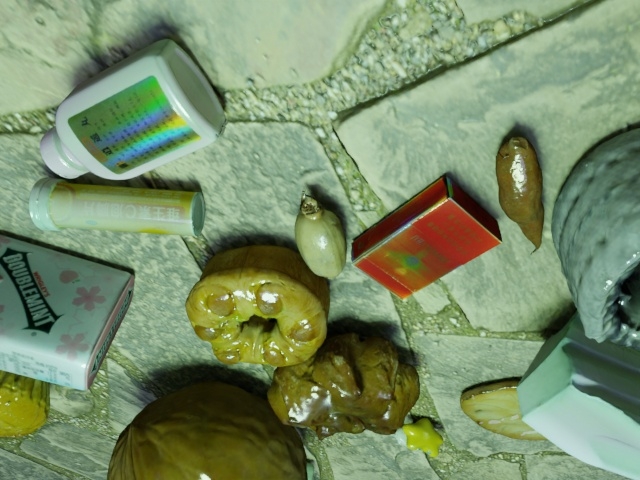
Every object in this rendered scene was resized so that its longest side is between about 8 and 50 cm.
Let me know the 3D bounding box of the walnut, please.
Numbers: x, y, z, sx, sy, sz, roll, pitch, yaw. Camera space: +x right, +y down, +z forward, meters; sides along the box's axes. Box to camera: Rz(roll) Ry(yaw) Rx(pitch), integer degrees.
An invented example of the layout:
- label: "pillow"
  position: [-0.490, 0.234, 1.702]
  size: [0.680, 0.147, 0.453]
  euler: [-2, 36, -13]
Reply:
- label: "walnut"
  position: [-0.217, 0.464, 0.985]
  size: [0.354, 0.308, 0.397]
  euler: [-43, 115, 13]

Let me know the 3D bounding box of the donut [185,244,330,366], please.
- label: "donut"
  position: [-0.091, 0.105, 0.762]
  size: [0.226, 0.114, 0.227]
  euler: [4, 133, 4]

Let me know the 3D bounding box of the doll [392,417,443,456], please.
- label: "doll"
  position: [0.194, 0.417, 1.065]
  size: [0.135, 0.072, 0.113]
  euler: [12, 153, 5]

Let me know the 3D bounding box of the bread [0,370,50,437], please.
- label: "bread"
  position: [-0.681, 0.317, 1.034]
  size: [0.239, 0.139, 0.240]
  euler: [4, 134, 5]

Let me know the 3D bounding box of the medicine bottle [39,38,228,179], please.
- label: "medicine bottle"
  position: [-0.228, -0.135, 0.576]
  size: [0.219, 0.078, 0.115]
  euler: [-16, 131, 23]

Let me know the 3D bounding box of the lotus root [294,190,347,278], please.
- label: "lotus root"
  position: [0.000, 0.000, 0.678]
  size: [0.062, 0.073, 0.151]
  euler: [-34, 134, -19]

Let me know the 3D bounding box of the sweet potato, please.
- label: "sweet potato"
  position: [0.249, -0.049, 0.609]
  size: [0.056, 0.057, 0.195]
  euler: [-14, 134, 21]

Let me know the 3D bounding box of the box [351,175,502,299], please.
- label: "box"
  position: [0.139, 0.003, 0.675]
  size: [0.112, 0.048, 0.175]
  euler: [35, 128, -25]

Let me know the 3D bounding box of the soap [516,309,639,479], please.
- label: "soap"
  position: [0.467, 0.241, 0.744]
  size: [0.346, 0.208, 0.115]
  euler: [22, 133, -13]

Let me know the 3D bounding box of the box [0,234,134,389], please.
- label: "box"
  position: [-0.498, 0.084, 0.752]
  size: [0.369, 0.190, 0.112]
  euler: [18, 133, -11]

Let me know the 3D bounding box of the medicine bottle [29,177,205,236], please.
- label: "medicine bottle"
  position: [-0.272, -0.044, 0.678]
  size: [0.217, 0.074, 0.074]
  euler: [4, 134, 2]

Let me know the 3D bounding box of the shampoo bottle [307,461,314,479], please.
- label: "shampoo bottle"
  position: [-0.203, 0.557, 1.239]
  size: [0.359, 0.078, 0.134]
  euler: [22, 137, -13]

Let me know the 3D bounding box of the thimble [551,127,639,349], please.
- label: "thimble"
  position: [0.387, 0.002, 0.563]
  size: [0.216, 0.157, 0.246]
  euler: [15, 134, -5]

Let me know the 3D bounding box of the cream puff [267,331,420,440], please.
- label: "cream puff"
  position: [0.035, 0.252, 0.866]
  size: [0.268, 0.155, 0.241]
  euler: [-14, 136, 12]

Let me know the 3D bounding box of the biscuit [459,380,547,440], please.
- label: "biscuit"
  position: [0.397, 0.326, 0.957]
  size: [0.259, 0.041, 0.203]
  euler: [10, 137, 0]
